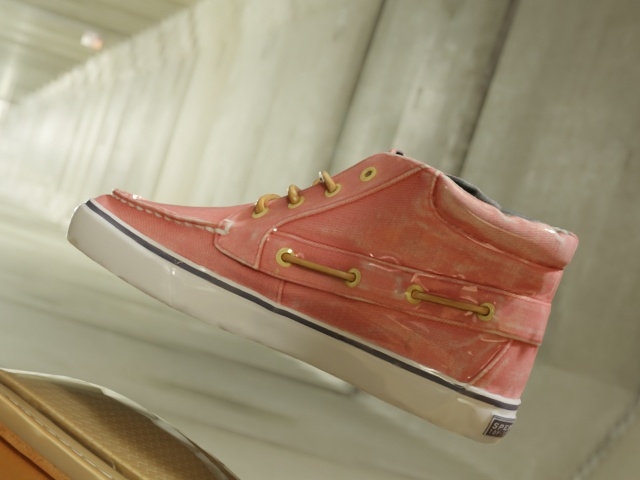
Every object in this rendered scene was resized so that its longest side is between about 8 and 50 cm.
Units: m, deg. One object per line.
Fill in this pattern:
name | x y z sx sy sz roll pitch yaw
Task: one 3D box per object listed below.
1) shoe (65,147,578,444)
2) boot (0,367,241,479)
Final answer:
shoe | 0.000 0.000 0.658 0.081 0.178 0.063 -68 163 4
boot | -0.161 0.140 0.652 0.220 0.283 0.109 -70 158 0
